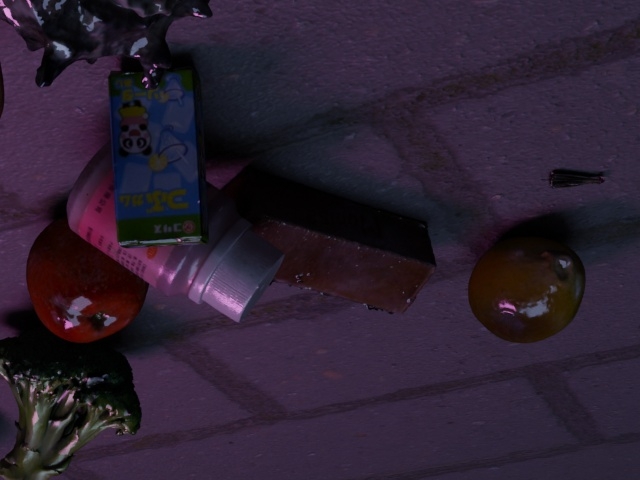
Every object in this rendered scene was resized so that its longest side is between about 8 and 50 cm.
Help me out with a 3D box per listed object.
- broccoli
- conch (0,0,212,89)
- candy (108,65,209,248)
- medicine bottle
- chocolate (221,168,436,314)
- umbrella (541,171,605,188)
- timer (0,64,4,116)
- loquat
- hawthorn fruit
[{"bbox_3d":[-0.417,0.254,1.809,0.254,0.269,0.269,26,141,-19],"label":"broccoli"},{"bbox_3d":[-0.197,-0.275,1.021,0.240,0.186,0.313,-35,123,3],"label":"conch"},{"bbox_3d":[-0.179,-0.090,1.297,0.097,0.195,0.062,-3,176,1],"label":"candy"},{"bbox_3d":[-0.170,-0.011,1.393,0.247,0.147,0.147,33,146,5],"label":"medicine bottle"},{"bbox_3d":[0.000,0.000,1.547,0.321,0.112,0.112,16,137,-26],"label":"chocolate"},{"bbox_3d":[0.326,-0.077,1.514,0.083,0.020,0.031,-5,150,-5],"label":"umbrella"},{"bbox_3d":[-0.416,-0.175,1.111,0.214,0.230,0.230,-7,152,-21],"label":"timer"},{"bbox_3d":[0.289,0.064,1.624,0.152,0.152,0.195,10,160,-19],"label":"loquat"},{"bbox_3d":[-0.308,0.049,1.545,0.172,0.173,0.173,-1,149,-1],"label":"hawthorn fruit"}]
